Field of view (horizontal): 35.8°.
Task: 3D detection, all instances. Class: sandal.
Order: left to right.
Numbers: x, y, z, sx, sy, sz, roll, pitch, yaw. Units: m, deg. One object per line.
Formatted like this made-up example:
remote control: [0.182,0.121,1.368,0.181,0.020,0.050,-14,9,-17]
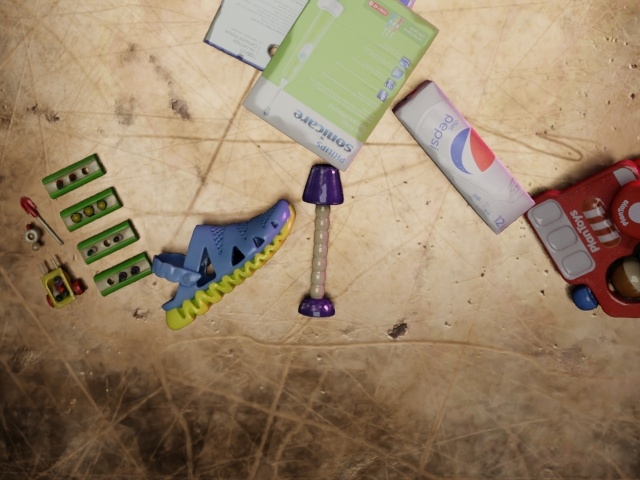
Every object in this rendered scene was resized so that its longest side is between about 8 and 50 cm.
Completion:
sandal: [-0.184,0.024,1.785,0.317,0.126,0.138,-38,95,6]

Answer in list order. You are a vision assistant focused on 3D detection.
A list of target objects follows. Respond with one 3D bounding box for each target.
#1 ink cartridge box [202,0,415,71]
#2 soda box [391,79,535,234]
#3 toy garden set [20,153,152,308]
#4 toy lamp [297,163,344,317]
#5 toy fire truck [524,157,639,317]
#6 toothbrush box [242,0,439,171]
ink cartridge box: [-0.004,-0.419,1.725,0.303,0.072,0.307,26,103,-6]
soda box: [0.251,-0.149,1.759,0.091,0.098,0.286,-40,98,7]
toy garden set: [-0.450,-0.004,1.814,0.203,0.049,0.244,-25,100,5]
toy lamp: [0.000,0.000,1.798,0.080,0.080,0.275,3,100,0]
toy fire truck: [0.539,0.010,1.773,0.254,0.169,0.302,-28,100,30]
toothbrush box: [0.031,-0.292,1.657,0.206,0.122,0.283,32,100,-8]
